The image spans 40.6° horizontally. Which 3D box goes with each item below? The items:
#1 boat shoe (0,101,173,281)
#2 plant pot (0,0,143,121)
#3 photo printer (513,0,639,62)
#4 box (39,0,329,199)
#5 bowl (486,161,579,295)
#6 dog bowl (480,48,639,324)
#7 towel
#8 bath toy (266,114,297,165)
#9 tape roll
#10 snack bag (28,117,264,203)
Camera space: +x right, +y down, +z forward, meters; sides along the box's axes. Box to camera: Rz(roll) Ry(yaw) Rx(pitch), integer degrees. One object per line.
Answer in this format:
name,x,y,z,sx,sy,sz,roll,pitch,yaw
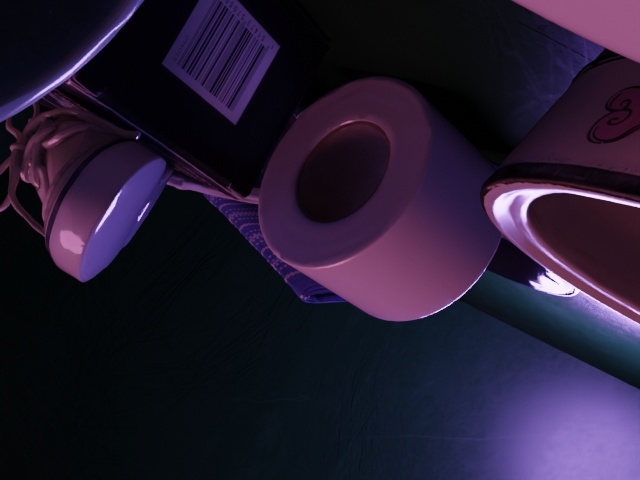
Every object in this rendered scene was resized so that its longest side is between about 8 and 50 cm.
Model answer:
boat shoe,-0.234,-0.069,0.814,0.156,0.135,0.367,32,-175,-8
plant pot,-0.268,-0.264,0.384,0.334,0.341,0.341,35,177,18
photo printer,0.132,-0.160,0.303,0.256,0.107,0.307,28,175,3
box,-0.246,-0.247,0.940,0.395,0.212,0.293,27,175,32
bowl,0.226,-0.033,1.277,0.391,0.077,0.391,28,175,3
dog bowl,0.325,-0.004,0.590,0.408,0.150,0.408,28,175,2
towel,0.000,0.000,1.273,0.243,0.040,0.336,-2,-153,-32
bath toy,-0.095,-0.175,1.366,0.348,0.151,0.129,25,147,9
tape roll,0.072,-0.046,1.019,0.246,0.246,0.169,23,172,47
snack bag,-0.182,-0.102,1.204,0.343,0.037,0.323,20,-173,40
